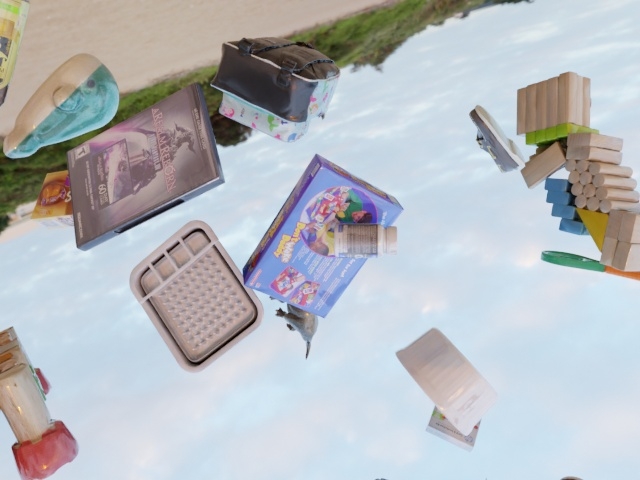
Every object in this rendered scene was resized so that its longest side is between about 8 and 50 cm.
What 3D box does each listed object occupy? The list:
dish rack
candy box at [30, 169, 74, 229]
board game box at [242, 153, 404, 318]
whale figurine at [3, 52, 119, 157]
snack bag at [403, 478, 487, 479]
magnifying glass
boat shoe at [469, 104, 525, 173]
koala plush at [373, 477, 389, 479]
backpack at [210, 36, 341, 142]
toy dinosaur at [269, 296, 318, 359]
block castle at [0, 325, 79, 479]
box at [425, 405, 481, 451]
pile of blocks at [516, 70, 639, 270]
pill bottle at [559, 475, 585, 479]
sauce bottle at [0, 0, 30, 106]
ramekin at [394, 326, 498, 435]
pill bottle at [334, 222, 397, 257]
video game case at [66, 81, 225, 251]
[{"bbox_3d":[-0.317,0.145,1.415,0.286,0.332,0.072,-38,168,11],"label":"dish rack"},{"bbox_3d":[-0.468,-0.085,1.056,0.187,0.053,0.109,-4,-116,25],"label":"candy box"},{"bbox_3d":[0.000,0.000,1.289,0.347,0.234,0.078,-55,-155,19],"label":"board game box"},{"bbox_3d":[-0.535,-0.262,1.131,0.216,0.141,0.272,3,-125,54],"label":"whale figurine"},{"bbox_3d":[0.328,0.705,1.196,0.037,0.323,0.342,-50,-142,35],"label":"snack bag"},{"bbox_3d":[0.590,0.055,1.159,0.092,0.026,0.231,-4,-167,-44],"label":"magnifying glass"},{"bbox_3d":[0.442,-0.253,1.385,0.069,0.228,0.081,-30,-144,33],"label":"boat shoe"},{"bbox_3d":[0.148,0.723,1.289,0.221,0.196,0.203,-8,-170,-44],"label":"koala plush"},{"bbox_3d":[-0.081,-0.329,1.132,0.225,0.191,0.253,25,-146,7],"label":"backpack"},{"bbox_3d":[-0.061,0.207,1.581,0.121,0.313,0.160,1,-179,-36],"label":"toy dinosaur"},{"bbox_3d":[-0.594,0.322,0.885,0.303,0.212,0.453,-26,-166,-30],"label":"block castle"},{"bbox_3d":[0.424,0.542,1.678,0.145,0.038,0.186,22,-135,15],"label":"box"},{"bbox_3d":[0.435,-0.108,0.883,0.113,0.361,0.149,2,154,-29],"label":"pile of blocks"},{"bbox_3d":[0.400,0.442,0.862,0.065,0.065,0.116,-2,-156,38],"label":"pill bottle"},{"bbox_3d":[-0.625,-0.323,0.994,0.112,0.344,0.111,19,-168,-4],"label":"sauce bottle"},{"bbox_3d":[0.338,0.360,1.426,0.135,0.277,0.277,-42,-158,2],"label":"ramekin"},{"bbox_3d":[0.101,0.001,1.194,0.137,0.078,0.078,1,-156,7],"label":"pill bottle"},{"bbox_3d":[-0.296,-0.122,0.887,0.274,0.195,0.026,-24,155,14],"label":"video game case"}]
